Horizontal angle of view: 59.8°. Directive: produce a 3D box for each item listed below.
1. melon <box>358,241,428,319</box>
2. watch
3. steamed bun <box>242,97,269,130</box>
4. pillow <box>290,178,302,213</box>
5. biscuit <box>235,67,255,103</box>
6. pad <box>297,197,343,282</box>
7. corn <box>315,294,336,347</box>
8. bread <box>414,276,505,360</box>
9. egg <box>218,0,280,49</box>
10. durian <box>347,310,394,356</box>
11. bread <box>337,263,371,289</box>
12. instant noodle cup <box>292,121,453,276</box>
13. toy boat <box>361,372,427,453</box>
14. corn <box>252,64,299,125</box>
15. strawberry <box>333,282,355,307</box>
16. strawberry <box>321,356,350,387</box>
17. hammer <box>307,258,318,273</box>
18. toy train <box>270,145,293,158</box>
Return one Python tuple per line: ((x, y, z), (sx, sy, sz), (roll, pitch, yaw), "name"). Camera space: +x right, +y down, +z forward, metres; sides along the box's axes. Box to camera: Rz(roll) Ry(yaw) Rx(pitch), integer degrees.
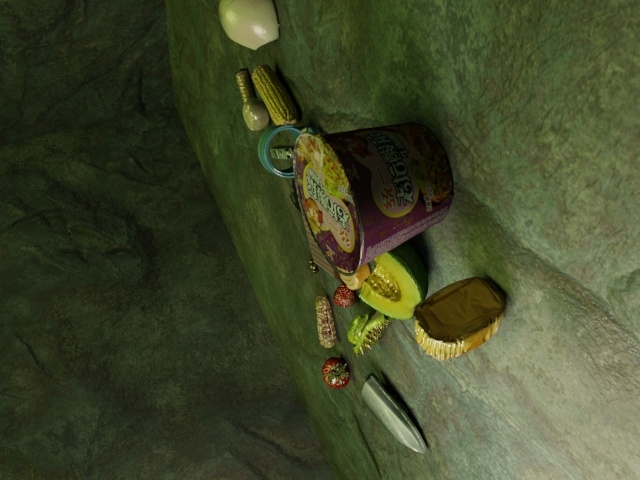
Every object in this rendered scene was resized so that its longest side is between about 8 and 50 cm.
((0.218, 0.098, 1.461), (0.169, 0.129, 0.265), (39, 148, 17), "melon")
((-0.099, -0.288, 1.828), (0.211, 0.193, 0.211), (163, 90, -72), "watch")
((-0.250, -0.496, 2.202), (0.112, 0.091, 0.130), (60, 160, 24), "steamed bun")
((-0.064, -0.168, 2.064), (0.141, 0.055, 0.208), (57, 159, 17), "pillow")
((-0.300, -0.595, 2.294), (0.055, 0.061, 0.219), (-91, -16, -81), "biscuit")
((0.000, 0.000, 2.050), (0.202, 0.005, 0.300), (34, 145, 48), "pad")
((0.018, 0.333, 2.299), (0.079, 0.079, 0.237), (35, 139, 60), "corn")
((0.294, 0.169, 1.190), (0.114, 0.190, 0.132), (81, 163, -53), "bread")
((-0.263, -0.764, 1.863), (0.271, 0.162, 0.206), (50, 154, 44), "egg")
((0.149, 0.316, 1.879), (0.375, 0.106, 0.132), (121, 133, -61), "durian")
((0.106, 0.100, 1.828), (0.149, 0.073, 0.122), (0, 111, 71), "bread")
((0.122, -0.121, 1.263), (0.340, 0.266, 0.340), (56, 157, 38), "instant noodle cup")
((0.252, 0.599, 1.899), (0.319, 0.092, 0.141), (45, 149, 38), "toy boat")
((-0.155, -0.497, 1.930), (0.244, 0.093, 0.093), (63, 160, 18), "corn")
((0.089, 0.192, 1.970), (0.083, 0.083, 0.096), (26, 97, 64), "strawberry")
((0.059, 0.554, 2.340), (0.148, 0.131, 0.131), (-15, 95, 63), "strawberry")
((0.004, 0.070, 2.164), (0.058, 0.029, 0.292), (65, 159, 8), "hammer")
((-0.149, -0.339, 2.147), (0.207, 0.047, 0.043), (24, 132, 67), "toy train")
